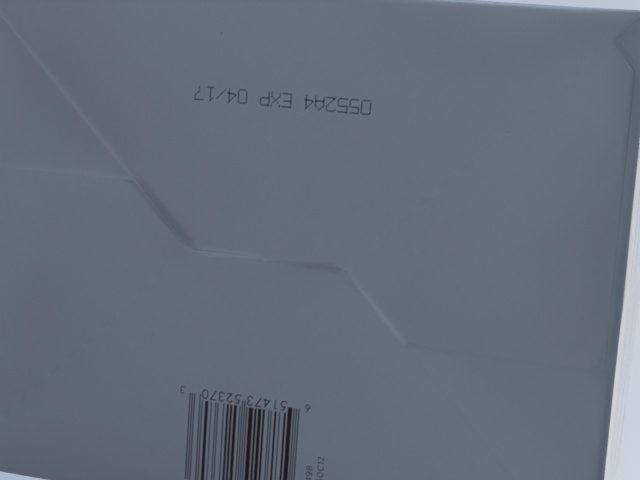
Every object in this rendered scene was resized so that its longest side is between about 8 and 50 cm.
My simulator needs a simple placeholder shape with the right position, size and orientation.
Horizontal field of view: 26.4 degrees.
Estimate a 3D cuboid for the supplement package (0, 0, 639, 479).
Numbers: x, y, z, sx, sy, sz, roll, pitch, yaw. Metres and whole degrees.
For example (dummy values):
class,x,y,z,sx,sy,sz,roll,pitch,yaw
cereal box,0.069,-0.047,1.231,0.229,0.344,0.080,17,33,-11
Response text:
class,x,y,z,sx,sy,sz,roll,pitch,yaw
supplement package,0.000,0.000,0.572,0.262,0.145,0.204,7,-81,16
